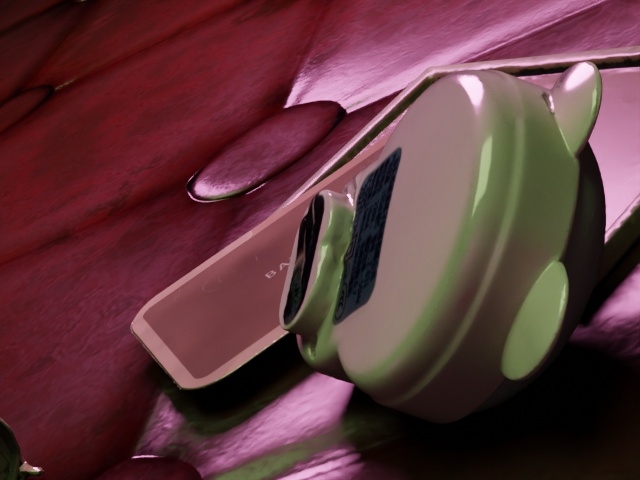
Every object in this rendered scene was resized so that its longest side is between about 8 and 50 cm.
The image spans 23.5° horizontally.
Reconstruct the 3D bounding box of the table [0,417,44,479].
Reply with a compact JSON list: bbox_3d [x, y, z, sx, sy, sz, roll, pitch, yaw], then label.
[{"bbox_3d":[-0.234,0.138,0.974,0.083,0.079,0.062,-4,36,45],"label":"table"}]

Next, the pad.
[{"bbox_3d":[0.000,0.000,1.007,0.266,0.002,0.176,-35,23,-10],"label":"pad"}]

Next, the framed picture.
[{"bbox_3d":[0.113,-0.050,1.002,0.247,0.022,0.335,-44,26,-28],"label":"framed picture"}]

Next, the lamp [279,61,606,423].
[{"bbox_3d":[0.069,0.011,0.803,0.246,0.108,0.180,-25,44,59],"label":"lamp"}]
